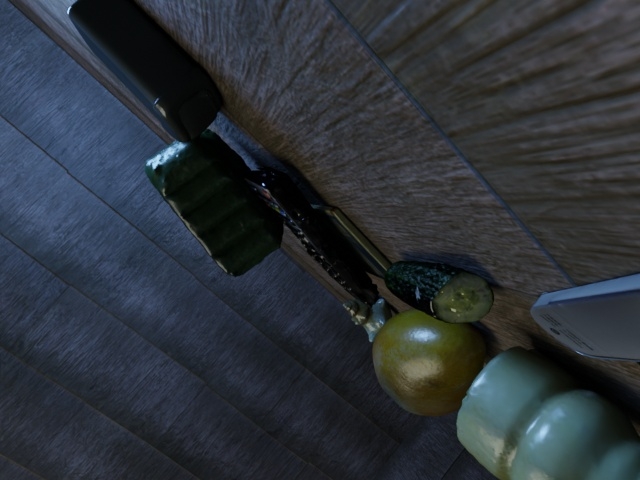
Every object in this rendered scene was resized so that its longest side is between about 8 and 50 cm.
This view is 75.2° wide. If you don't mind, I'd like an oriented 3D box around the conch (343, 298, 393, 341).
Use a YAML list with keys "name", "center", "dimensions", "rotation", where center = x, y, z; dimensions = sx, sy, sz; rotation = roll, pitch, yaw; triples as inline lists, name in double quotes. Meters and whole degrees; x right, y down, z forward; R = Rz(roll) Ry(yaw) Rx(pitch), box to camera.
- name: "conch"
  center: [0.172, 0.239, 1.285]
  dimensions: [0.234, 0.137, 0.114]
  rotation: [31, 143, -5]

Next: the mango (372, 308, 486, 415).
- name: "mango"
  center: [0.216, 0.245, 0.846]
  dimensions: [0.221, 0.199, 0.384]
  rotation: [47, 162, 14]

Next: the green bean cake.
- name: "green bean cake"
  center: [-0.219, -0.103, 0.948]
  dimensions: [0.307, 0.169, 0.300]
  rotation: [54, -176, -18]

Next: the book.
- name: "book"
  center: [0.044, -0.003, 0.927]
  dimensions: [0.228, 0.018, 0.322]
  rotation: [46, 171, -21]

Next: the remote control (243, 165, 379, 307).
- name: "remote control"
  center: [0.000, 0.000, 0.864]
  dimensions: [0.398, 0.062, 0.145]
  rotation: [50, 169, -35]

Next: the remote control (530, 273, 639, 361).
- name: "remote control"
  center: [0.241, 0.065, 0.329]
  dimensions: [0.077, 0.022, 0.245]
  rotation: [42, 173, 12]

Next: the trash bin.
- name: "trash bin"
  center: [-0.279, -0.278, 0.696]
  dimensions: [0.236, 0.101, 0.177]
  rotation: [45, 173, -13]

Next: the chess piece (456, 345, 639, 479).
- name: "chess piece"
  center: [0.355, 0.297, 0.420]
  dimensions: [0.234, 0.234, 0.442]
  rotation: [47, 175, -36]

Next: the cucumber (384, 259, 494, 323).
- name: "cucumber"
  center: [0.152, 0.066, 0.596]
  dimensions: [0.074, 0.074, 0.241]
  rotation: [43, 175, -8]
